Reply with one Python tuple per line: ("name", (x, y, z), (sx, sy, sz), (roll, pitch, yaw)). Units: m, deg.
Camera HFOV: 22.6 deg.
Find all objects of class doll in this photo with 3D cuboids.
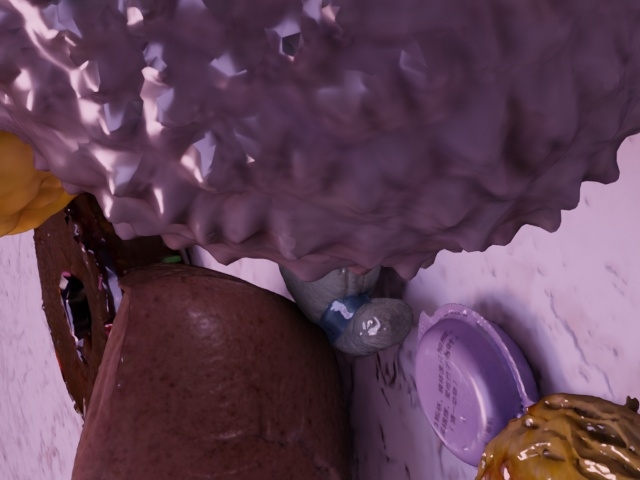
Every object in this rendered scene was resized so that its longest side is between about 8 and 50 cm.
("doll", (0.000, 0.000, 1.092), (0.214, 0.071, 0.103), (59, 149, 38))

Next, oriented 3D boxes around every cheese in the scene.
("cheese", (0.105, 0.102, 0.938), (0.191, 0.042, 0.105), (45, 140, 51))

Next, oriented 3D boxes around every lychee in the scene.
("lychee", (-0.008, -0.169, 0.687), (0.432, 0.380, 0.380), (-150, 50, -84))

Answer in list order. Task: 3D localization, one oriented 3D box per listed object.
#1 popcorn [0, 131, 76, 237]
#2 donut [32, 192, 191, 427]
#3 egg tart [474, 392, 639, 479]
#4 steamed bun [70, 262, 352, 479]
("popcorn", (-0.278, -0.175, 1.319), (0.344, 0.354, 0.390), (5, 87, 33))
("donut", (-0.193, 0.057, 1.515), (0.269, 0.103, 0.270), (167, 90, -68))
("egg tart", (0.171, 0.208, 0.751), (0.295, 0.116, 0.295), (34, 130, 55))
("steamed bun", (-0.066, 0.157, 1.144), (0.301, 0.199, 0.252), (103, 179, -73))
